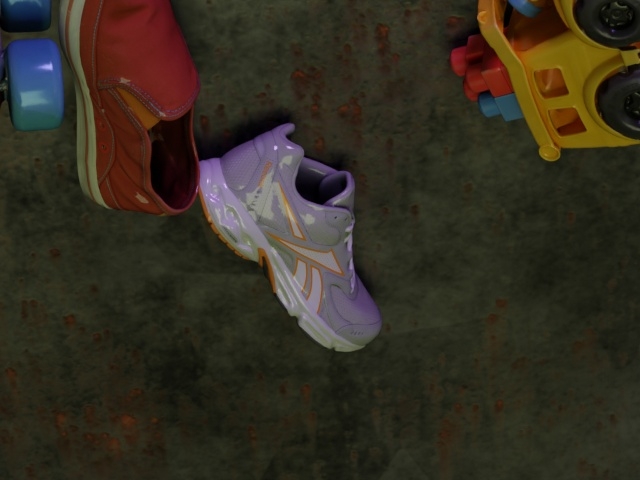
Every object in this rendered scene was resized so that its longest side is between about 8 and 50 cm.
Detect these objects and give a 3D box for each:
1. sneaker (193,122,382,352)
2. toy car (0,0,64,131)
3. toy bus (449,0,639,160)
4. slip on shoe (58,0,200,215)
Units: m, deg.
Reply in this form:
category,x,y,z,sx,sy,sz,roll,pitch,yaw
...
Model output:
category,x,y,z,sx,sy,sz,roll,pitch,yaw
sneaker,0.000,0.000,1.807,0.121,0.099,0.262,-32,128,14
toy car,-0.328,-0.109,1.621,0.219,0.210,0.238,-5,143,-10
toy bus,0.202,-0.179,1.657,0.211,0.149,0.220,-9,131,23
slip on shoe,-0.148,-0.147,1.634,0.101,0.123,0.331,19,138,17
